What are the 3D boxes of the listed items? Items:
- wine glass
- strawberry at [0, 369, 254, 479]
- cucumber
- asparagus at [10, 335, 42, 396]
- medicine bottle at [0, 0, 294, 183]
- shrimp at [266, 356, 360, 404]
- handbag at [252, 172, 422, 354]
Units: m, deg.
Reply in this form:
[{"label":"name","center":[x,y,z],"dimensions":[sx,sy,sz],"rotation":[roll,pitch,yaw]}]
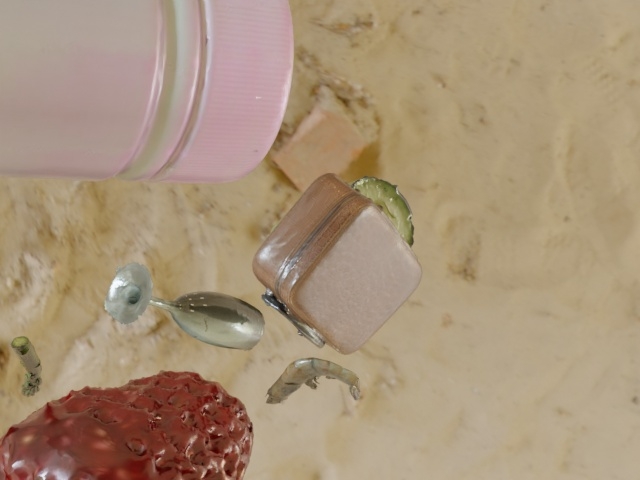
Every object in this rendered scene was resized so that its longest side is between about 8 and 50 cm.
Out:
[{"label":"wine glass","center":[-0.133,0.072,1.230],"dimensions":[0.198,0.066,0.066],"rotation":[22,99,-53]},{"label":"strawberry","center":[-0.234,0.291,1.486],"dimensions":[0.345,0.317,0.295],"rotation":[-47,124,-30]},{"label":"cucumber","center":[0.002,-0.001,1.630],"dimensions":[0.134,0.244,0.134],"rotation":[17,66,-44]},{"label":"asparagus","center":[-0.377,0.164,1.527],"dimensions":[0.034,0.236,0.027],"rotation":[-6,68,-12]},{"label":"medicine bottle","center":[-0.202,-0.144,0.883],"dimensions":[0.315,0.202,0.202],"rotation":[1,106,-34]},{"label":"shrimp","center":[-0.008,0.259,2.061],"dimensions":[0.147,0.035,0.195],"rotation":[16,145,-21]},{"label":"handbag","center":[0.017,0.032,1.216],"dimensions":[0.151,0.072,0.193],"rotation":[-47,148,-7]}]
